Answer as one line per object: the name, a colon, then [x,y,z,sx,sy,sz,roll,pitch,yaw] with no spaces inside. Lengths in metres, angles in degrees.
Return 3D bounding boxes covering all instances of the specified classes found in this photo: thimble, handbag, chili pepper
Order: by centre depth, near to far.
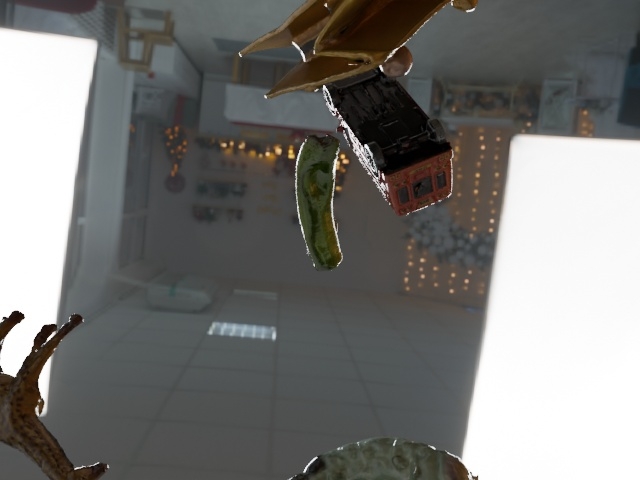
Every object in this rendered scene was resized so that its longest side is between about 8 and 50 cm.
thimble: [0.061,0.300,0.677,0.237,0.237,0.150,9,141,47]
chili pepper: [-0.002,-0.048,0.863,0.052,0.201,0.050,-4,-139,-1]
handbag: [0.112,-0.323,0.947,0.401,0.133,0.283,-39,-160,-26]

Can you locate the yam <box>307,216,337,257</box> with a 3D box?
yam: [0.000,0.000,1.248,0.045,0.045,0.327,-30,175,-6]

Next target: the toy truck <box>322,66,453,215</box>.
toy truck: [0.093,-0.153,1.060,0.107,0.114,0.252,-23,-136,-5]

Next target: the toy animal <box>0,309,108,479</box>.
toy animal: [-0.332,0.188,0.850,0.149,0.054,0.275,-17,-130,-8]
